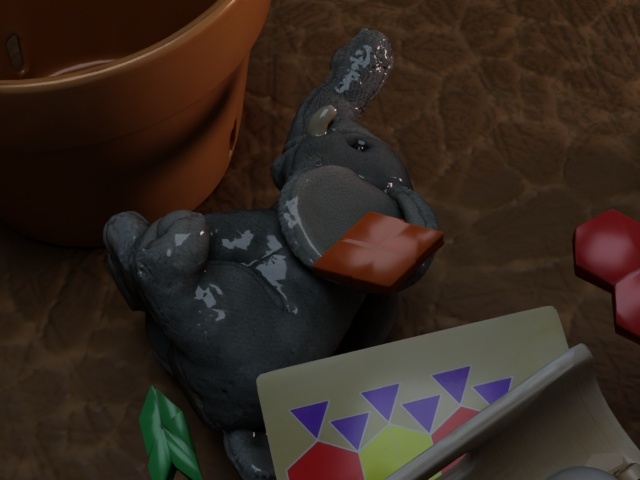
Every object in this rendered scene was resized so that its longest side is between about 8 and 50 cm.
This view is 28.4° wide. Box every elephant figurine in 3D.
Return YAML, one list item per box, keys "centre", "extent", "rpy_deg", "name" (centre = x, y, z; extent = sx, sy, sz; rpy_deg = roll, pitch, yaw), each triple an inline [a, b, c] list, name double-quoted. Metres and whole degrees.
- centre: [0.000, 0.000, 0.791]
  extent: [0.239, 0.186, 0.169]
  rpy_deg: [-28, 22, -16]
  name: "elephant figurine"

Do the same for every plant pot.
- centre: [-0.170, -0.134, 0.895]
  extent: [0.291, 0.203, 0.290]
  rpy_deg: [-3, 50, 3]
  name: "plant pot"

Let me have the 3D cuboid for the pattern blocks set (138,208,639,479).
- centre: [0.068, 0.119, 0.669]
  extent: [0.325, 0.026, 0.285]
  rpy_deg: [-6, 71, 2]
  name: "pattern blocks set"

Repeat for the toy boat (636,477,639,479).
- centre: [0.112, 0.174, 0.444]
  extent: [0.231, 0.151, 0.151]
  rpy_deg: [-49, 49, -10]
  name: "toy boat"

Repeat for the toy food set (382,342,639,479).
- centre: [0.126, 0.228, 0.564]
  extent: [0.220, 0.092, 0.306]
  rpy_deg: [-34, 74, -8]
  name: "toy food set"
